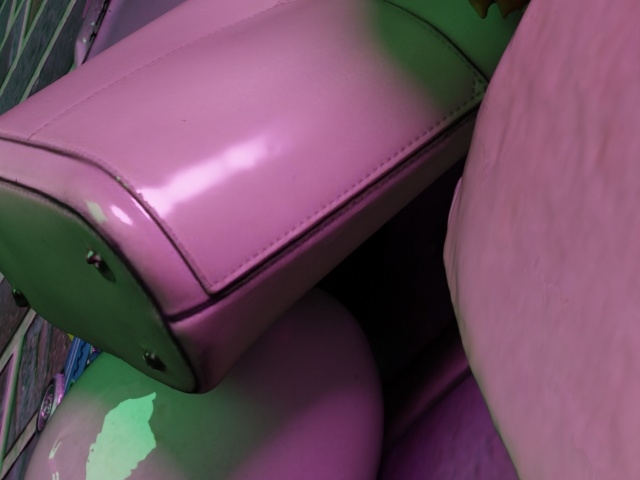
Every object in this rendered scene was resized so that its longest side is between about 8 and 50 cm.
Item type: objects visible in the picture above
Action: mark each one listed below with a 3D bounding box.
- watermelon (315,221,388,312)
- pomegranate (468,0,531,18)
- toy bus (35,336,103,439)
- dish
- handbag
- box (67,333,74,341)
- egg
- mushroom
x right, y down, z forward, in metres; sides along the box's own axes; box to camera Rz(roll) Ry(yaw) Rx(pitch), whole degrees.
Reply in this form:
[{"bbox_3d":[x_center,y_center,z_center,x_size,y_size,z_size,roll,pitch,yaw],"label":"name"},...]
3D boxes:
[{"bbox_3d":[0.000,0.000,0.746,0.062,0.105,0.105,12,82,28],"label":"watermelon"},{"bbox_3d":[0.086,-0.194,0.498,0.207,0.207,0.207,-52,28,43],"label":"pomegranate"},{"bbox_3d":[-0.075,0.053,0.844,0.134,0.113,0.246,11,84,70],"label":"toy bus"},{"bbox_3d":[-0.162,-0.214,1.347,0.243,0.080,0.182,-61,23,27],"label":"dish"},{"bbox_3d":[0.003,-0.069,0.665,0.315,0.109,0.241,-36,29,-23],"label":"handbag"},{"bbox_3d":[-0.124,0.019,1.099,0.187,0.047,0.335,-70,21,6],"label":"box"},{"bbox_3d":[-0.053,0.109,0.686,0.209,0.151,0.151,-58,24,17],"label":"egg"},{"bbox_3d":[0.144,-0.099,0.374,0.154,0.137,0.407,-119,52,-79],"label":"mushroom"}]
